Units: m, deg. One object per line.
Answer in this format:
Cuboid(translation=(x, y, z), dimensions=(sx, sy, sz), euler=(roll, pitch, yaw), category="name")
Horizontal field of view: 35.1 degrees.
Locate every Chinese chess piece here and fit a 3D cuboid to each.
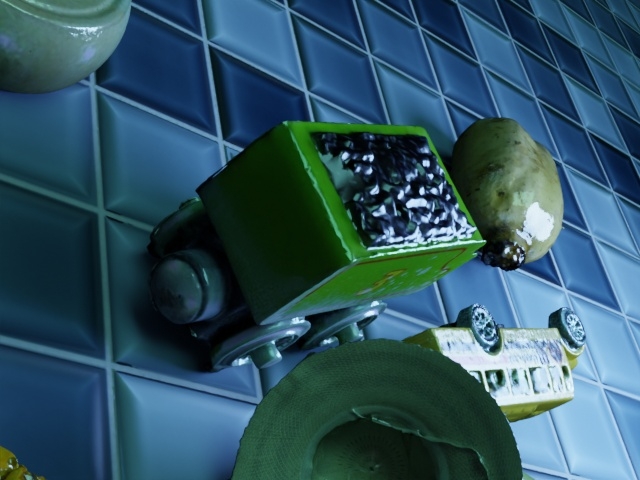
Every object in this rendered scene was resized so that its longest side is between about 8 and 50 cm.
Cuboid(translation=(-0.303, -0.260, 0.976), dimensions=(0.250, 0.101, 0.250), euler=(30, 38, -27), category="Chinese chess piece")

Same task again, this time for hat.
Cuboid(translation=(0.045, 0.212, 0.898), dimensions=(0.252, 0.252, 0.110), euler=(55, -4, 5), category="hat")

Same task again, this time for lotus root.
Cuboid(translation=(0.261, -0.067, 1.432), dimensions=(0.160, 0.146, 0.284), euler=(22, 43, -11), category="lotus root")

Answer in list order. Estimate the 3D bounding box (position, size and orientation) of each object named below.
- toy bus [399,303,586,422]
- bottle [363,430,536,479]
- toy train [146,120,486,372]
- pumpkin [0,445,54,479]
Cuboid(translation=(0.193, 0.151, 1.159), dimensions=(0.336, 0.121, 0.123), euler=(6, 60, -48), category="toy bus")
Cuboid(translation=(0.150, 0.261, 0.999), dimensions=(0.260, 0.112, 0.112), euler=(34, 35, -5), category="bottle")
Cuboid(translation=(0.000, 0.000, 0.954), dimensions=(0.307, 0.249, 0.173), euler=(-6, 65, -53), category="toy train")
Cuboid(translation=(-0.204, 0.214, 0.624), dimensions=(0.248, 0.126, 0.131), euler=(32, 28, 2), category="pumpkin")
